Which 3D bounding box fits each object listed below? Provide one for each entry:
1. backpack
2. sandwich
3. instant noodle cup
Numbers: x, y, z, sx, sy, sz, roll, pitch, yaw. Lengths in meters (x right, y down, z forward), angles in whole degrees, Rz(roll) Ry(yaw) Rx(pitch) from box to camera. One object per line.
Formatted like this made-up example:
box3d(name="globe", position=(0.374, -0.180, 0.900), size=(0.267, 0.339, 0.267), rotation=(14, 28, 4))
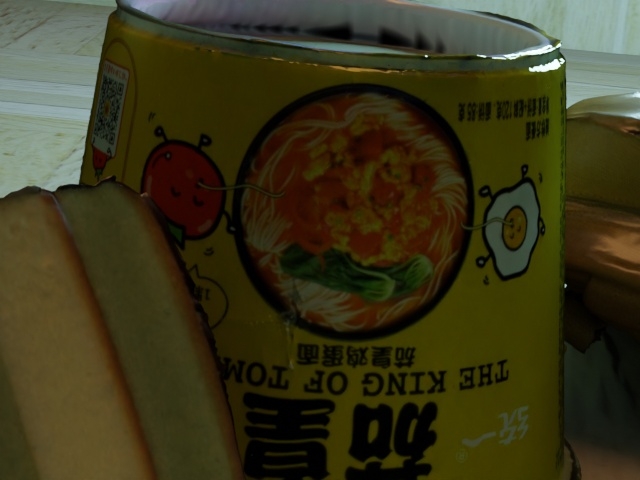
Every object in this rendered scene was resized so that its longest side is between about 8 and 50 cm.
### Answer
box3d(name="backpack", position=(0.290, -0.008, 1.179), size=(0.354, 0.201, 0.378), rotation=(7, 1, 19))
box3d(name="sandwich", position=(-0.148, 0.114, 0.814), size=(0.155, 0.227, 0.198), rotation=(-9, -15, -39))
box3d(name="instant noodle cup", position=(0.000, 0.000, 1.001), size=(0.326, 0.254, 0.325), rotation=(6, 15, -2))
